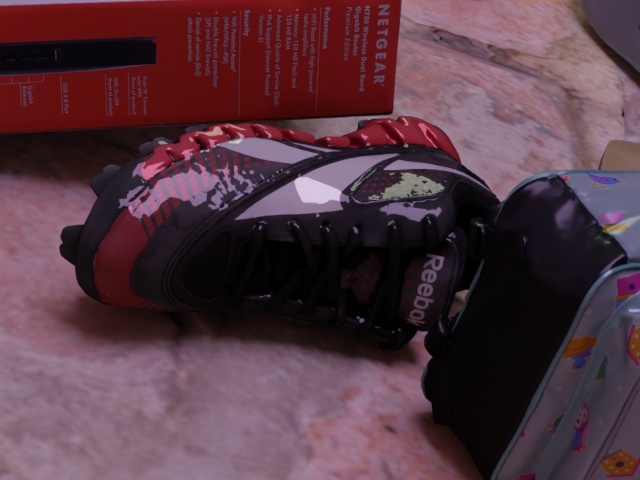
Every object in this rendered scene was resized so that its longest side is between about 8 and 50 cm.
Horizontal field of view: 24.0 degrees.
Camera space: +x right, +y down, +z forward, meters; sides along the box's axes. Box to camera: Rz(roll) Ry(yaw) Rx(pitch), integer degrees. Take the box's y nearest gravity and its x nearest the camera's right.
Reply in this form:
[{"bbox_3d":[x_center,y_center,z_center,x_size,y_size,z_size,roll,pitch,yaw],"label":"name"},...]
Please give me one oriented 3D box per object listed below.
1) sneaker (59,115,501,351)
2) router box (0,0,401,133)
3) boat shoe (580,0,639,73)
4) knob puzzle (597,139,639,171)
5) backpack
[{"bbox_3d":[0.000,0.000,0.806,0.276,0.097,0.135,-8,37,-40],"label":"sneaker"},{"bbox_3d":[-0.132,-0.183,0.976,0.301,0.082,0.335,-3,32,-10],"label":"router box"},{"bbox_3d":[0.321,-0.190,1.289,0.105,0.113,0.306,9,33,-29],"label":"boat shoe"},{"bbox_3d":[0.268,-0.008,1.037,0.213,0.030,0.213,13,31,-8],"label":"knob puzzle"},{"bbox_3d":[0.168,0.050,0.749,0.188,0.166,0.144,-11,43,-35],"label":"backpack"}]
